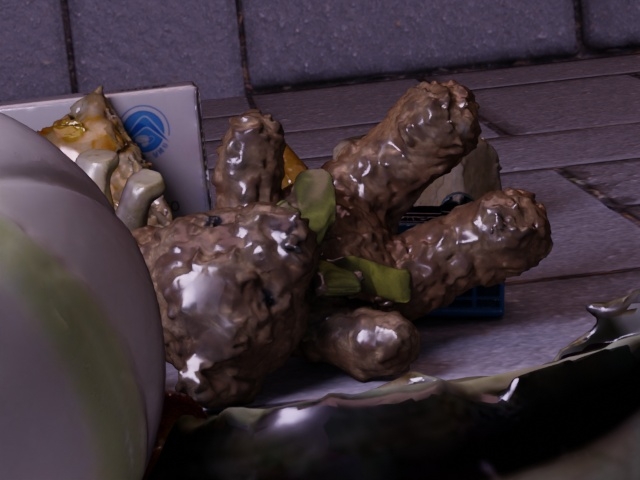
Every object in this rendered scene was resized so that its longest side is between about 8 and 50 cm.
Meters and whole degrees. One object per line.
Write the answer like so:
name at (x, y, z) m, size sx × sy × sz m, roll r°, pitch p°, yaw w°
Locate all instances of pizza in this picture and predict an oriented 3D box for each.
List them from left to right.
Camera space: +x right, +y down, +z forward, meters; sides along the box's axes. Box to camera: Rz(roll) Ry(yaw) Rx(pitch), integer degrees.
pizza at (-0.229, -0.025, 1.746) m, size 0.189 × 0.071 × 0.297 m, roll 13°, pitch 52°, yaw 19°

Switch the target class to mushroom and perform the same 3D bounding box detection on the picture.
mushroom at (0.086, 0.118, 1.053) m, size 0.344 × 0.130 × 0.247 m, roll -12°, pitch -4°, yaw -38°

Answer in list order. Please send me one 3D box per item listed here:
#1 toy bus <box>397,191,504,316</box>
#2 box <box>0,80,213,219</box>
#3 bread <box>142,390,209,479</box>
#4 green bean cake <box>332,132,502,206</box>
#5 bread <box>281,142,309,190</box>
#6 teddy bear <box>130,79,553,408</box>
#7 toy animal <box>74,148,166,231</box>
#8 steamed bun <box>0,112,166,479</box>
toy bus at (0.067, 0.016, 1.643) m, size 0.184 × 0.106 × 0.090 m, roll 0°, pitch 14°, yaw 3°
box at (-0.280, -0.040, 1.891) m, size 0.343 × 0.200 × 0.065 m, roll -7°, pitch 8°, yaw -4°
bread at (-0.101, 0.131, 1.171) m, size 0.085 × 0.085 × 0.053 m, roll -14°, pitch 7°, yaw -38°
green bean cake at (0.101, -0.056, 2.015) m, size 0.179 × 0.109 × 0.085 m, roll 4°, pitch 13°, yaw 43°
bread at (-0.038, -0.062, 2.056) m, size 0.054 × 0.136 × 0.154 m, roll -29°, pitch 15°, yaw -20°
teddy bear at (0.008, -0.006, 1.474) m, size 0.296 × 0.246 × 0.222 m, roll -33°, pitch -13°, yaw 7°
toy animal at (-0.177, 0.021, 1.578) m, size 0.121 × 0.169 × 0.233 m, roll 17°, pitch 22°, yaw 35°
steamed bun at (-0.209, 0.073, 1.030) m, size 0.309 × 0.309 × 0.309 m, roll -6°, pitch 10°, yaw 1°
